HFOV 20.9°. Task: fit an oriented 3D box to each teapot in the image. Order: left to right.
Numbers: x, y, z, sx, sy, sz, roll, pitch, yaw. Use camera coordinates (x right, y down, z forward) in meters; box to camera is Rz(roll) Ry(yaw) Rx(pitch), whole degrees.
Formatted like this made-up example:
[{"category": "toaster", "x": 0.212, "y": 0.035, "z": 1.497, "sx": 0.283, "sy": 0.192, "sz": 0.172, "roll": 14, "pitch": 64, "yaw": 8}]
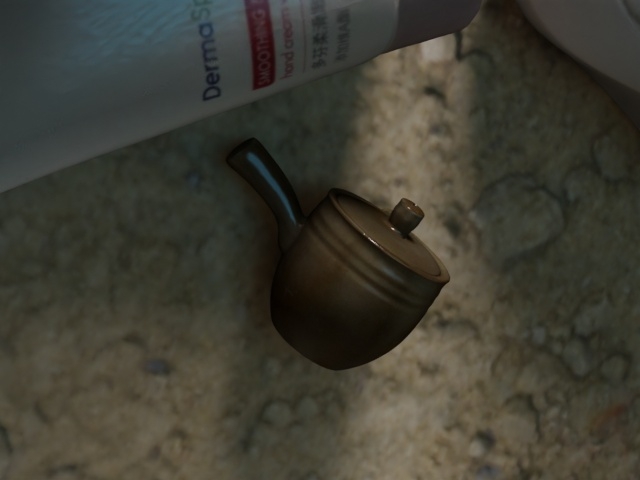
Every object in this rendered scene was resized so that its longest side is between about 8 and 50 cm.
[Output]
[{"category": "teapot", "x": 0.000, "y": 0.000, "z": 0.764, "sx": 0.110, "sy": 0.085, "sz": 0.080, "roll": 36, "pitch": 104, "yaw": -6}]

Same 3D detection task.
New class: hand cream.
[{"category": "hand cream", "x": -0.060, "y": -0.101, "z": 0.687, "sx": 0.247, "sy": 0.083, "sz": 0.133, "roll": -17, "pitch": 108, "yaw": -20}]

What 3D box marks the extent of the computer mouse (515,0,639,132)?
[{"category": "computer mouse", "x": 0.218, "y": -0.117, "z": 0.839, "sx": 0.297, "sy": 0.121, "sz": 0.184, "roll": 39, "pitch": 77, "yaw": -32}]
